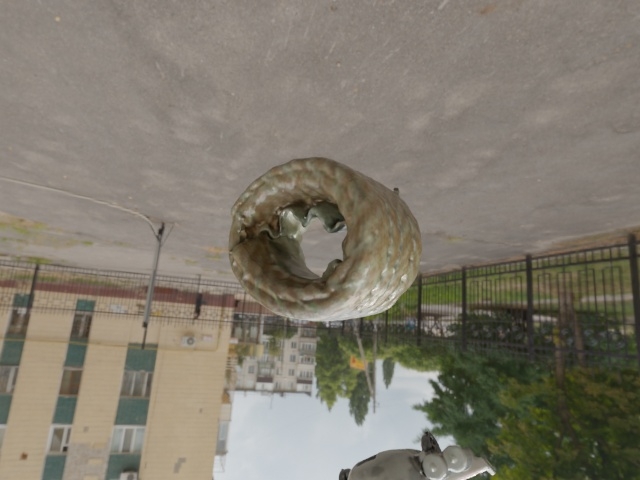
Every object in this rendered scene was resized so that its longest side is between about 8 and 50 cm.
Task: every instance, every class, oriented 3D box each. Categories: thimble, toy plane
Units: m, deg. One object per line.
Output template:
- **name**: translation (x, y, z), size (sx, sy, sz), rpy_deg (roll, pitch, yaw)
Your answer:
- **thimble**: translation (0.003, 0.005, 0.530), size (0.229, 0.196, 0.148), rpy_deg (-10, 164, 36)
- **toy plane**: translation (0.121, 0.356, 0.579), size (0.251, 0.118, 0.252), rpy_deg (-12, 140, -10)
